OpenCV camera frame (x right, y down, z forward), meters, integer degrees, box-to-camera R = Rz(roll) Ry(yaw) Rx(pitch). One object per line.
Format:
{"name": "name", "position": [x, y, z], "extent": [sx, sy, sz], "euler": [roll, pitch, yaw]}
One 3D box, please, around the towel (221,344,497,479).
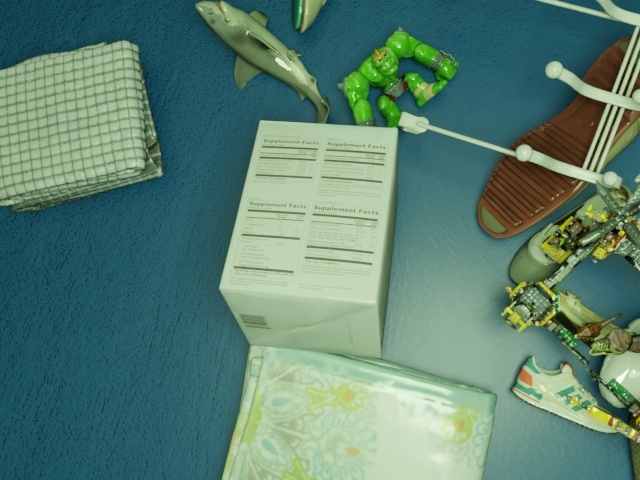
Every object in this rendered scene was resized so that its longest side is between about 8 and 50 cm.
{"name": "towel", "position": [0.041, 0.329, 0.966], "extent": [0.375, 0.090, 0.320], "euler": [13, 86, 10]}

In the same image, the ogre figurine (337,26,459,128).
{"name": "ogre figurine", "position": [0.112, -0.246, 1.042], "extent": [0.197, 0.097, 0.118], "euler": [-42, 96, 16]}

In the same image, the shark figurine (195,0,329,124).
{"name": "shark figurine", "position": [-0.085, -0.273, 1.084], "extent": [0.278, 0.166, 0.116], "euler": [43, 115, -5]}

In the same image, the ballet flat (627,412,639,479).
{"name": "ballet flat", "position": [0.477, 0.351, 0.912], "extent": [0.084, 0.058, 0.249], "euler": [-6, 81, 8]}

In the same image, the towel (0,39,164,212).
{"name": "towel", "position": [-0.407, -0.187, 1.092], "extent": [0.284, 0.121, 0.235], "euler": [-13, 78, 8]}

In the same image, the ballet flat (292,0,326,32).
{"name": "ballet flat", "position": [-0.011, -0.463, 1.100], "extent": [0.086, 0.086, 0.248], "euler": [-6, 80, 7]}

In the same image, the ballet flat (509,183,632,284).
{"name": "ballet flat", "position": [0.366, -0.014, 0.975], "extent": [0.213, 0.068, 0.072], "euler": [-34, 54, 1]}

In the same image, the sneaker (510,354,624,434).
{"name": "sneaker", "position": [0.362, 0.219, 0.949], "extent": [0.161, 0.057, 0.075], "euler": [20, 90, 13]}

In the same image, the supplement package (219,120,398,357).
{"name": "supplement package", "position": [0.000, 0.000, 0.925], "extent": [0.198, 0.199, 0.262], "euler": [5, 61, 9]}

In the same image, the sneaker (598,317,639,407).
{"name": "sneaker", "position": [0.521, 0.150, 0.888], "extent": [0.297, 0.129, 0.111], "euler": [-28, 116, 5]}

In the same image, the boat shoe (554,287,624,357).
{"name": "boat shoe", "position": [0.381, 0.109, 0.967], "extent": [0.153, 0.056, 0.048], "euler": [39, 79, 10]}

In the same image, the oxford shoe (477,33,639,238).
{"name": "oxford shoe", "position": [0.382, -0.127, 0.971], "extent": [0.348, 0.130, 0.123], "euler": [-47, 56, 19]}

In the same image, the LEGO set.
{"name": "LEGO set", "position": [0.381, 0.105, 0.797], "extent": [0.255, 0.192, 0.331], "euler": [-41, 71, 18]}

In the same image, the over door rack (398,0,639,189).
{"name": "over door rack", "position": [0.274, -0.225, 0.887], "extent": [0.324, 0.108, 0.239], "euler": [22, 95, 25]}
